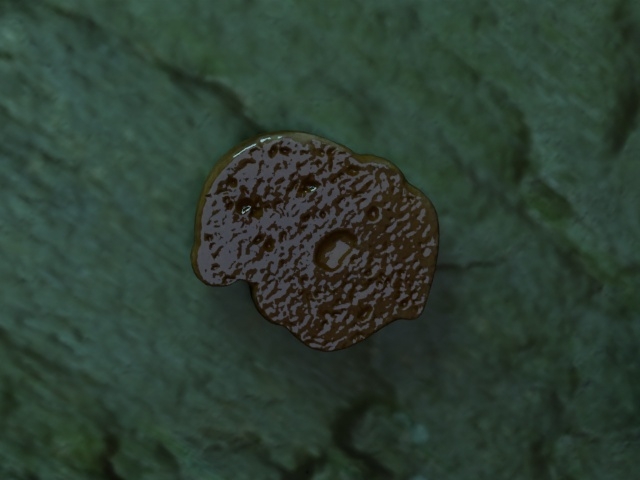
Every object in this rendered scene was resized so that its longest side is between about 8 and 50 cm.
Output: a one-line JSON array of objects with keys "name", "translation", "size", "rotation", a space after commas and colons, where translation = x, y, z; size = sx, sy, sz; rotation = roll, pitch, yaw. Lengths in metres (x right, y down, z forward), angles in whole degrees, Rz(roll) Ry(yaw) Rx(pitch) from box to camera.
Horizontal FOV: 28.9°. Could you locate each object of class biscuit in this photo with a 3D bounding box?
[{"name": "biscuit", "translation": [0.000, 0.000, 0.618], "size": [0.130, 0.019, 0.102], "rotation": [26, 99, -17]}]
